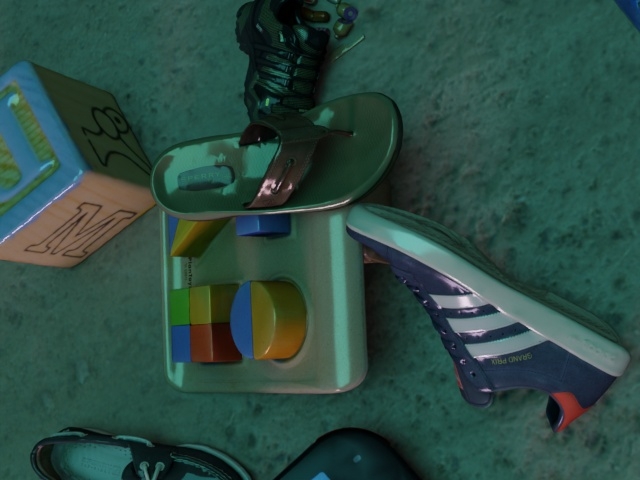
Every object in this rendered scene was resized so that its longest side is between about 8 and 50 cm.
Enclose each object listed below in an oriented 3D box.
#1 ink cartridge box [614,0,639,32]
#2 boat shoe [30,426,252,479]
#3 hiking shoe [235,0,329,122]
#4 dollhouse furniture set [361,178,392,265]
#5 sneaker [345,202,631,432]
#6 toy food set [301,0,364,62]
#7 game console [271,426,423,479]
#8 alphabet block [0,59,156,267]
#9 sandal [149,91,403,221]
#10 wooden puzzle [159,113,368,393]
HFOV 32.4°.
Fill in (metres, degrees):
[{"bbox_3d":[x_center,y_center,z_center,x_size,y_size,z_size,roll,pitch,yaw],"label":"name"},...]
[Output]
[{"bbox_3d":[0.473,-0.357,1.211,0.333,0.065,0.165,-39,72,16],"label":"ink cartridge box"},{"bbox_3d":[-0.235,0.309,1.418,0.303,0.091,0.114,3,86,23],"label":"boat shoe"},{"bbox_3d":[-0.039,-0.217,1.379,0.114,0.086,0.227,-28,73,44],"label":"hiking shoe"},{"bbox_3d":[0.000,0.000,1.335,0.151,0.123,0.144,-8,81,22],"label":"dollhouse furniture set"},{"bbox_3d":[0.160,0.092,1.210,0.350,0.131,0.148,31,104,-2],"label":"sneaker"},{"bbox_3d":[0.003,-0.295,1.421,0.078,0.019,0.122,-35,73,16],"label":"toy food set"},{"bbox_3d":[0.010,0.445,1.251,0.386,0.060,0.342,-41,75,-4],"label":"game console"},{"bbox_3d":[-0.360,-0.094,1.456,0.193,0.197,0.192,-34,72,16],"label":"alphabet block"},{"bbox_3d":[-0.055,-0.084,1.205,0.303,0.086,0.120,-14,77,15],"label":"sandal"},{"bbox_3d":[-0.097,0.024,1.335,0.348,0.080,0.322,-9,81,46],"label":"wooden puzzle"}]
